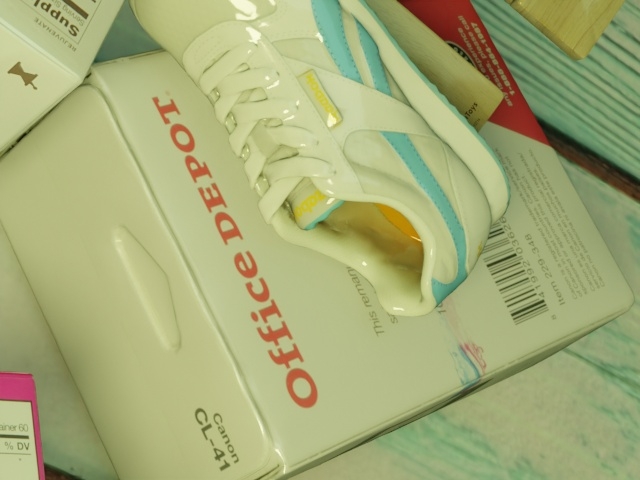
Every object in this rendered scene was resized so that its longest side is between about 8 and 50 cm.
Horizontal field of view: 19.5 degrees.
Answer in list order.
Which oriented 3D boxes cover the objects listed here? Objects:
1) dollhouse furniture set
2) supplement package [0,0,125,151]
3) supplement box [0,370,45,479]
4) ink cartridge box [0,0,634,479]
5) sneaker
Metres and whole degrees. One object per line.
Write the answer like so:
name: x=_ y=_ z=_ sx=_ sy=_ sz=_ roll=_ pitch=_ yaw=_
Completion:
dollhouse furniture set: x=0.063 y=-0.125 z=1.051 sx=0.144 sy=0.123 sz=0.151 roll=39 pitch=79 yaw=-14
supplement package: x=-0.196 y=-0.178 z=0.907 sx=0.198 sy=0.199 sz=0.262 roll=37 pitch=48 yaw=-20
supplement box: x=-0.177 y=0.170 z=0.765 sx=0.114 sy=0.111 sz=0.220 roll=9 pitch=62 yaw=-37
ink cartridge box: x=0.000 y=0.000 z=1.032 sx=0.306 sy=0.131 sz=0.226 roll=-18 pitch=78 yaw=-44
sneaker: x=-0.006 y=-0.060 z=0.909 sx=0.229 sy=0.087 sz=0.092 roll=41 pitch=48 yaw=-11
